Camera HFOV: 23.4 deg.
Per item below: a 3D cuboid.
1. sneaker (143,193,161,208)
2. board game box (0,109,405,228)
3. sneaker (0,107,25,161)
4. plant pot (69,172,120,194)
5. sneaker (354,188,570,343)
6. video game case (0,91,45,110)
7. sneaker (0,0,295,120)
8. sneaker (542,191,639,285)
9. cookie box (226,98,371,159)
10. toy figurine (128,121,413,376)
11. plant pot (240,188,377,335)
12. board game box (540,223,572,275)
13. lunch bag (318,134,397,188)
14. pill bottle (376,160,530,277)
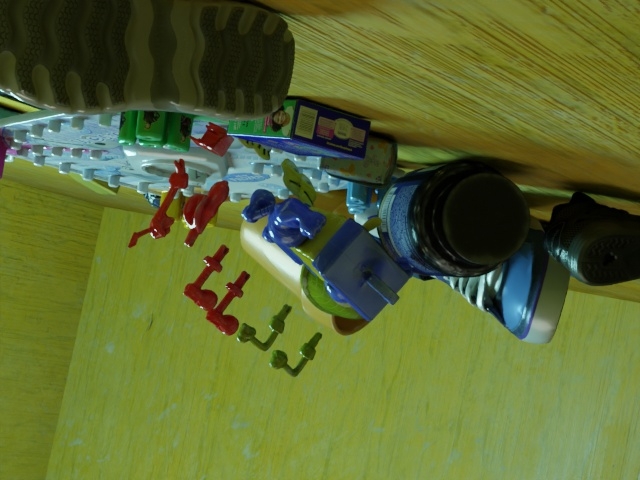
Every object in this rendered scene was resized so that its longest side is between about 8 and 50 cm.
[{"bbox_3d":[-0.198,-0.086,2.090,0.081,0.090,0.232,12,178,-6],"label":"sneaker"},{"bbox_3d":[-0.169,-0.081,1.803,0.390,0.050,0.390,15,167,-43],"label":"board game box"},{"bbox_3d":[-0.458,-0.147,2.073,0.071,0.083,0.191,12,176,29],"label":"sneaker"},{"bbox_3d":[-0.317,-0.116,2.159,0.083,0.081,0.081,24,172,-25],"label":"plant pot"},{"bbox_3d":[0.154,0.018,1.839,0.236,0.130,0.323,12,-164,-6],"label":"sneaker"},{"bbox_3d":[-0.298,-0.161,1.712,0.173,0.022,0.190,10,176,29],"label":"video game case"},{"bbox_3d":[-0.151,-0.125,0.974,0.115,0.105,0.281,9,176,45],"label":"sneaker"},{"bbox_3d":[0.334,-0.004,1.665,0.228,0.087,0.130,-2,-156,-28],"label":"sneaker"},{"bbox_3d":[-0.021,-0.106,1.462,0.092,0.040,0.107,14,176,-38],"label":"cookie box"},{"bbox_3d":[0.004,0.047,1.604,0.217,0.191,0.362,27,166,43],"label":"toy figurine"},{"bbox_3d":[0.000,0.000,2.139,0.188,0.205,0.205,27,-176,24],"label":"plant pot"},{"bbox_3d":[0.344,0.014,2.143,0.194,0.060,0.194,12,176,-5],"label":"board game box"},{"bbox_3d":[0.041,-0.083,1.570,0.071,0.053,0.083,13,-174,7],"label":"lunch bag"},{"bbox_3d":[0.142,-0.021,1.643,0.123,0.122,0.219,12,178,-12],"label":"pill bottle"}]
